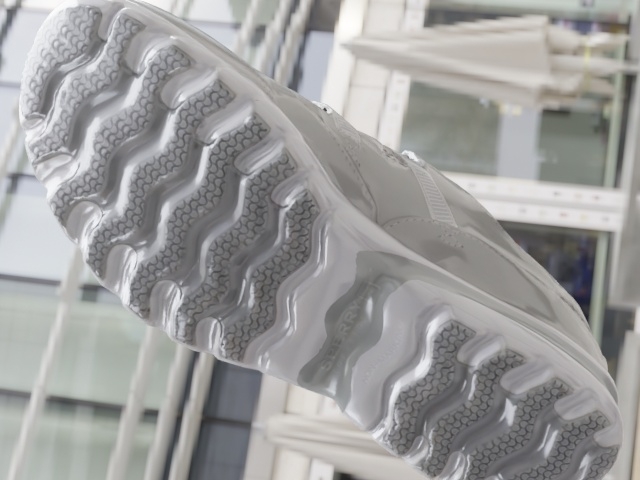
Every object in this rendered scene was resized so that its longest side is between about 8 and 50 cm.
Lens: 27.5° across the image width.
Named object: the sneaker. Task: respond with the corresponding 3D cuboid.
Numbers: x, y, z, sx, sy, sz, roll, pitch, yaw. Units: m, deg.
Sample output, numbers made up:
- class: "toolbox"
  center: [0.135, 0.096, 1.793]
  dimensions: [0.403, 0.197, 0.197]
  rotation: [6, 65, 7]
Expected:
- class: "sneaker"
  center: [0.000, 0.000, 0.542]
  dimensions: [0.105, 0.281, 0.115]
  rotation: [-47, 9, 26]
